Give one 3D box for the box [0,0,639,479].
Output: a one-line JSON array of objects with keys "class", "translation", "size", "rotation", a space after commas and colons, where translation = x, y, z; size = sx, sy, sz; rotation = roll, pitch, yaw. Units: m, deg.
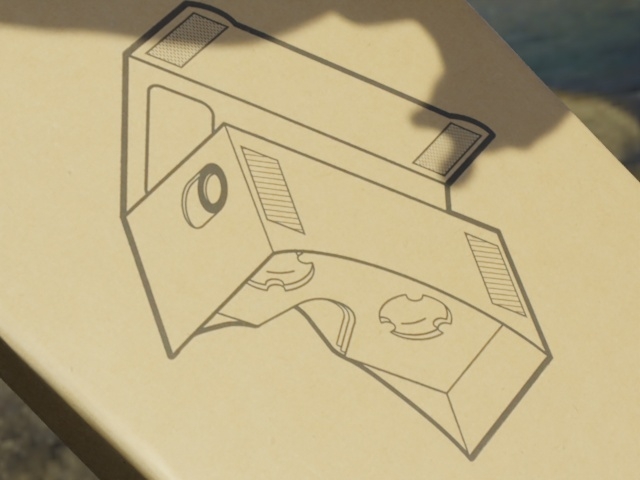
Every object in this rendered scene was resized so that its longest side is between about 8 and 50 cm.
[{"class": "box", "translation": [0.000, 0.000, 0.439], "size": [0.164, 0.201, 0.021], "rotation": [-46, 4, -38]}]
